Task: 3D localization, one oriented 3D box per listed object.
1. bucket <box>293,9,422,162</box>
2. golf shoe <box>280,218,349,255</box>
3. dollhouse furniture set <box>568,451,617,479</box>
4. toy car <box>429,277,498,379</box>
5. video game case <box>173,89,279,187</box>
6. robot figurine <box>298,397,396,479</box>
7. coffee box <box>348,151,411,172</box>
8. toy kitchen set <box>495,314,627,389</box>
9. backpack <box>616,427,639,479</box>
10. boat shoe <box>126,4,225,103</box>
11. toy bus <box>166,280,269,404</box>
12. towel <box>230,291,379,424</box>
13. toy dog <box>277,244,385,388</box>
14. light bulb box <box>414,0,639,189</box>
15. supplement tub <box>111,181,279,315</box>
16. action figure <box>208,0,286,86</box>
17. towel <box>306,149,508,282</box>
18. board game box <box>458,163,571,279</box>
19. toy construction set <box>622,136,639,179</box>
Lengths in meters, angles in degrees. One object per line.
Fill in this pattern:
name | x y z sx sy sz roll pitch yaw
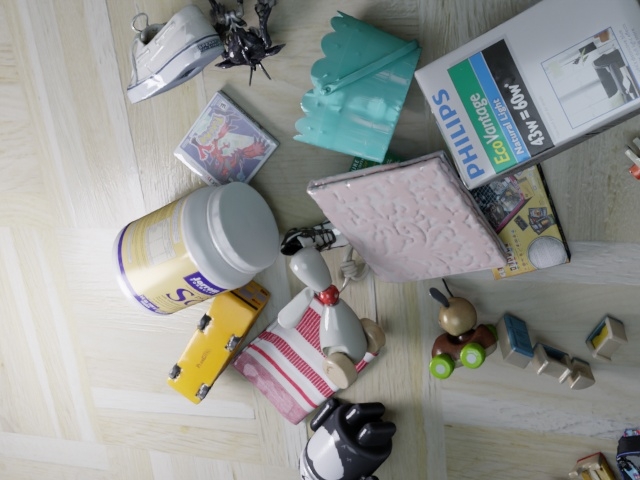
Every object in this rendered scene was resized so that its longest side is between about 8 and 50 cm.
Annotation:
bucket | 0.077 -0.294 1.656 0.183 0.281 0.281 19 117 2
golf shoe | 0.000 0.000 1.906 0.198 0.094 0.077 -18 103 24
dollhouse furniture set | 0.658 0.684 1.943 0.201 0.152 0.374 -33 81 29
toy car | 0.287 0.180 1.849 0.149 0.155 0.188 -24 92 27
video game case | -0.218 -0.211 1.938 0.183 0.023 0.201 42 119 0
robot figurine | 0.061 0.508 2.050 0.173 0.209 0.278 31 119 -9
coffee box | 0.150 -0.127 1.802 0.184 0.040 0.113 20 89 10
toy kitchen set | 0.512 0.199 1.807 0.207 0.122 0.166 22 119 -12
backpack | 0.735 0.504 1.830 0.158 0.117 0.173 -16 105 25
boat shoe | -0.338 -0.406 1.785 0.367 0.136 0.156 -15 103 59
toy bus | -0.256 0.247 2.084 0.108 0.130 0.333 34 119 3
towel | -0.045 0.291 2.079 0.237 0.037 0.329 44 119 -2
toy dog | 0.011 0.165 1.915 0.161 0.220 0.334 -2 101 49
light bulb box | 0.412 -0.275 1.470 0.361 0.358 0.225 -26 87 27
supplement tub | -0.283 0.018 1.925 0.331 0.241 0.241 -22 103 31
action figure | -0.169 -0.463 1.753 0.164 0.141 0.276 -9 135 15
towel | 0.182 -0.037 1.745 0.317 0.053 0.332 -11 135 34
board game box | 0.404 -0.050 1.762 0.165 0.042 0.243 -16 106 25
toy construction set | 0.725 -0.179 1.526 0.215 0.151 0.327 33 131 -23
